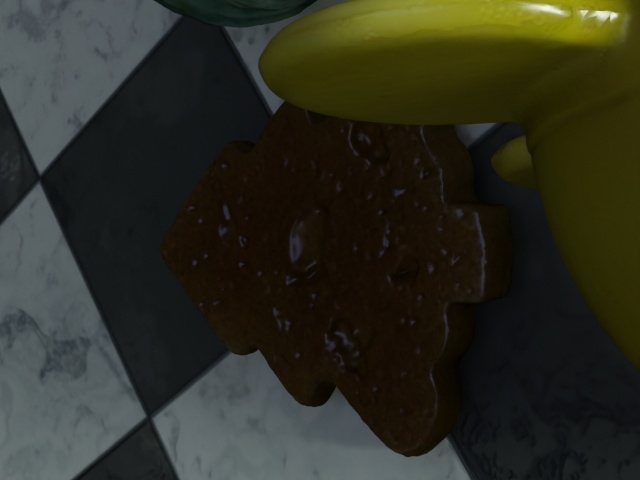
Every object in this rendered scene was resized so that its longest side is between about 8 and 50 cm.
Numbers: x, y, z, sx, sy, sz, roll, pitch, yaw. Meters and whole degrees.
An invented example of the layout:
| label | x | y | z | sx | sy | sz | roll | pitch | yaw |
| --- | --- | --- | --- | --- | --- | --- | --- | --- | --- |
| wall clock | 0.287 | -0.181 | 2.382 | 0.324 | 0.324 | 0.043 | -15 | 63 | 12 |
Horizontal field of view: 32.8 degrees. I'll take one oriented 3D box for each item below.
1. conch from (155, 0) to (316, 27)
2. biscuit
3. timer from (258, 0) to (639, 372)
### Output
| label | x | y | z | sx | sy | sz | roll | pitch | yaw |
| --- | --- | --- | --- | --- | --- | --- | --- | --- | --- |
| conch | -0.055 | -0.254 | 0.752 | 0.220 | 0.195 | 0.277 | -25 | 46 | 6 |
| biscuit | 0.001 | 0.000 | 0.779 | 0.301 | 0.043 | 0.278 | 5 | 96 | 38 |
| timer | 0.209 | -0.066 | 0.429 | 0.387 | 0.376 | 0.376 | -1 | 90 | 32 |
